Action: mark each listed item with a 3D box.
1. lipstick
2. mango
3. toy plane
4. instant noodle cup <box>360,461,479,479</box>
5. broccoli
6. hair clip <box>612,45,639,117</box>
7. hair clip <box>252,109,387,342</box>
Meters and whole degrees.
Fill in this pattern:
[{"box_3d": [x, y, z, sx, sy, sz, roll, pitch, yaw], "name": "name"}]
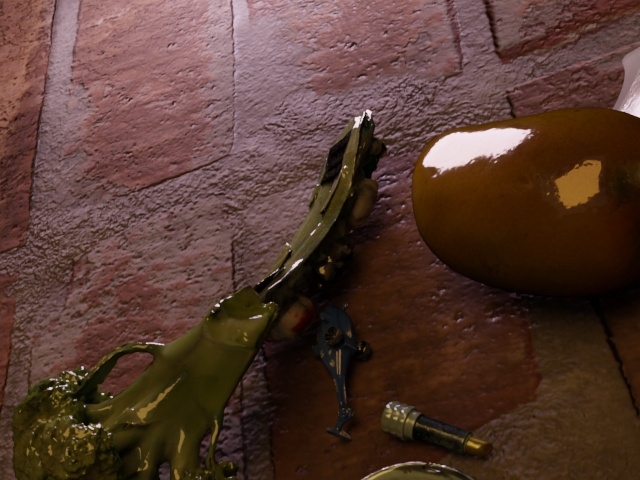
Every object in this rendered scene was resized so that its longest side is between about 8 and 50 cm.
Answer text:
[{"box_3d": [0.118, 0.195, 1.142, 0.116, 0.037, 0.037, 15, 63, 32], "name": "lipstick"}, {"box_3d": [0.227, -0.044, 1.187, 0.317, 0.173, 0.211, 8, 58, 40], "name": "mango"}, {"box_3d": [0.018, 0.137, 1.236, 0.062, 0.054, 0.167, -39, 39, 30], "name": "toy plane"}, {"box_3d": [0.099, 0.304, 0.961, 0.230, 0.182, 0.230, -15, 47, 17], "name": "instant noodle cup"}, {"box_3d": [-0.180, 0.212, 1.149, 0.302, 0.186, 0.254, -33, 62, 28], "name": "broccoli"}, {"box_3d": [0.419, -0.160, 1.212, 0.282, 0.113, 0.173, 13, 61, 36], "name": "hair clip"}, {"box_3d": [0.002, 0.000, 1.324, 0.091, 0.138, 0.321, 32, 67, -4], "name": "hair clip"}]
